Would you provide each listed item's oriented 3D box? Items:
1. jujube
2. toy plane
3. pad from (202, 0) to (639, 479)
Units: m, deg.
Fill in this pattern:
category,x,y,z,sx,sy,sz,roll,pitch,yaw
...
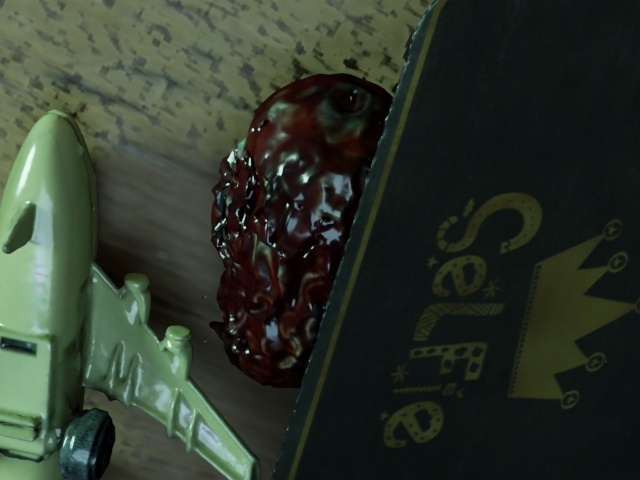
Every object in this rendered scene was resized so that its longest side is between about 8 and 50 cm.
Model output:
category,x,y,z,sx,sy,sz,roll,pitch,yaw
jujube,0.004,0.002,0.851,0.104,0.104,0.166,5,132,-3
toy plane,-0.137,0.055,0.878,0.229,0.092,0.244,12,122,9
pad,0.087,0.055,0.826,0.315,0.063,0.375,-1,122,-28
